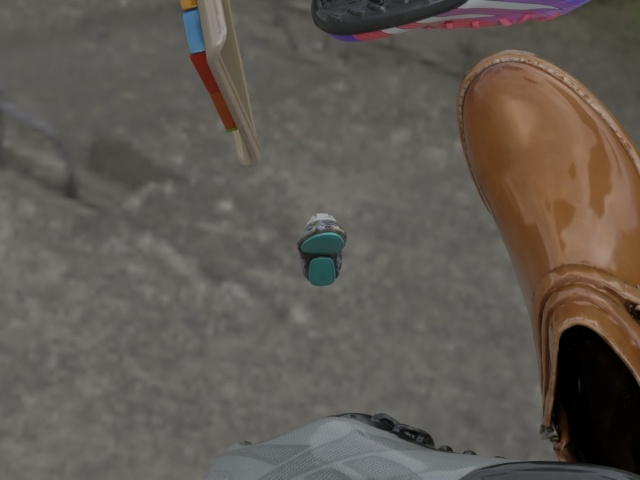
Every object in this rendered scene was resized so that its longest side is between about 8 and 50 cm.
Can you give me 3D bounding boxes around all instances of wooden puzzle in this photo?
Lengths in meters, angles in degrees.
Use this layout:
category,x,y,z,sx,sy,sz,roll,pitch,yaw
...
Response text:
category,x,y,z,sx,sy,sz,roll,pitch,yaw
wooden puzzle,-0.112,-0.218,1.988,0.044,0.238,0.221,-12,61,1

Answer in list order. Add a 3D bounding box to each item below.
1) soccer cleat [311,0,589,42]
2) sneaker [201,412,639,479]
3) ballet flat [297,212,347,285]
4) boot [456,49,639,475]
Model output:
category,x,y,z,sx,sy,sz,roll,pitch,yaw
soccer cleat,0.151,-0.220,1.668,0.318,0.116,0.108,-21,47,0
sneaker,0.038,0.121,0.896,0.271,0.100,0.108,-8,42,36
ballet flat,0.000,0.000,1.604,0.041,0.041,0.114,13,-23,3
boot,0.148,0.027,1.185,0.109,0.283,0.220,-17,7,18
